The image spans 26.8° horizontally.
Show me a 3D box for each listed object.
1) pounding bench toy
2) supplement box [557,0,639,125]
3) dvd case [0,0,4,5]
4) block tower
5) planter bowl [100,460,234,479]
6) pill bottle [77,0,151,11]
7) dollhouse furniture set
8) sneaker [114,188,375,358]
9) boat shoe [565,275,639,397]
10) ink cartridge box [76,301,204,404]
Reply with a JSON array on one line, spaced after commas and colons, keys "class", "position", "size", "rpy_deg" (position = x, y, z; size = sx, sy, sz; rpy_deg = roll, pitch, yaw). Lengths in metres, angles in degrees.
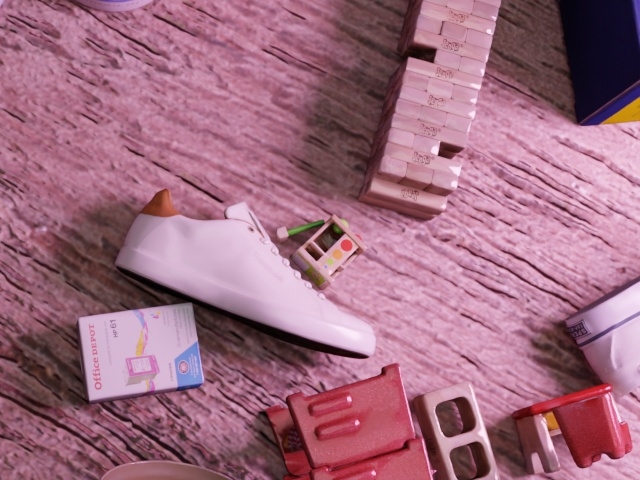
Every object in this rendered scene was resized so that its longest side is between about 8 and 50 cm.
[{"class": "pounding bench toy", "position": [0.000, 0.000, 1.464], "size": [0.083, 0.052, 0.065], "rpy_deg": [45, 75, 0]}, {"class": "supplement box", "position": [0.476, -0.261, 1.535], "size": [0.356, 0.195, 0.194], "rpy_deg": [-6, 81, -12]}, {"class": "dvd case", "position": [-0.443, -0.258, 1.426], "size": [0.180, 0.022, 0.253], "rpy_deg": [30, 83, -5]}, {"class": "block tower", "position": [0.133, -0.198, 1.509], "size": [0.097, 0.091, 0.336], "rpy_deg": [15, 78, -9]}, {"class": "planter bowl", "position": [-0.150, 0.304, 1.338], "size": [0.162, 0.162, 0.109], "rpy_deg": [10, 105, -9]}, {"class": "pill bottle", "position": [-0.209, -0.349, 1.374], "size": [0.152, 0.272, 0.152], "rpy_deg": [2, 80, -11]}, {"class": "dollhouse furniture set", "position": [0.146, 0.190, 1.382], "size": [0.374, 0.201, 0.152], "rpy_deg": [-15, 81, -14]}, {"class": "sneaker", "position": [-0.062, 0.030, 1.418], "size": [0.290, 0.106, 0.123], "rpy_deg": [24, 78, -5]}, {"class": "boat shoe", "position": [0.467, 0.071, 1.502], "size": [0.367, 0.136, 0.157], "rpy_deg": [-27, 86, -12]}, {"class": "ink cartridge box", "position": [-0.190, 0.118, 1.405], "size": [0.122, 0.052, 0.089], "rpy_deg": [-8, 82, -11]}]
